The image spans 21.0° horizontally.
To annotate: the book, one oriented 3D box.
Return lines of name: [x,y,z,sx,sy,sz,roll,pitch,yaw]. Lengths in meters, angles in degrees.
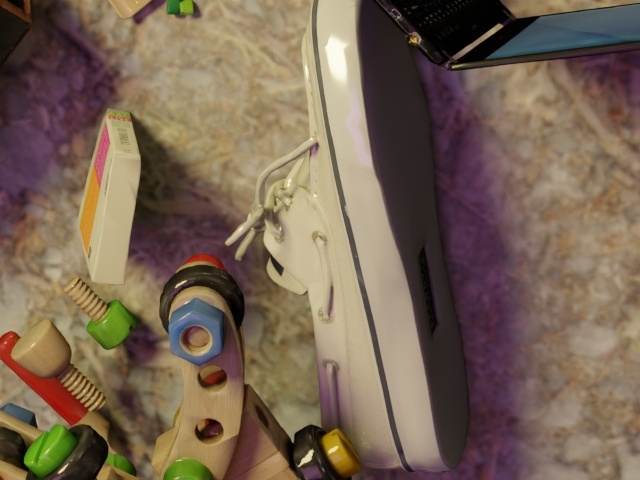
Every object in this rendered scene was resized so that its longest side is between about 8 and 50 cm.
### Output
book: [-0.153,-0.036,1.268,0.035,0.144,0.096,8,106,-11]

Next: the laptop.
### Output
laptop: [0.119,-0.194,1.096,0.264,0.234,0.136,47,111,1]

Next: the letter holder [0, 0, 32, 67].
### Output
letter holder: [-0.368,-0.140,1.318,0.152,0.214,0.302,31,114,-27]

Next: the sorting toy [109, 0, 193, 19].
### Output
sorting toy: [-0.131,-0.194,1.289,0.062,0.012,0.083,-35,89,17]

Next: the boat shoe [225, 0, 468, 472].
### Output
boat shoe: [0.003,-0.002,1.247,0.157,0.136,0.367,-4,113,21]

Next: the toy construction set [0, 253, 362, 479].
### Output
toy construction set: [-0.113,0.163,1.254,0.257,0.309,0.237,-46,110,-9]
